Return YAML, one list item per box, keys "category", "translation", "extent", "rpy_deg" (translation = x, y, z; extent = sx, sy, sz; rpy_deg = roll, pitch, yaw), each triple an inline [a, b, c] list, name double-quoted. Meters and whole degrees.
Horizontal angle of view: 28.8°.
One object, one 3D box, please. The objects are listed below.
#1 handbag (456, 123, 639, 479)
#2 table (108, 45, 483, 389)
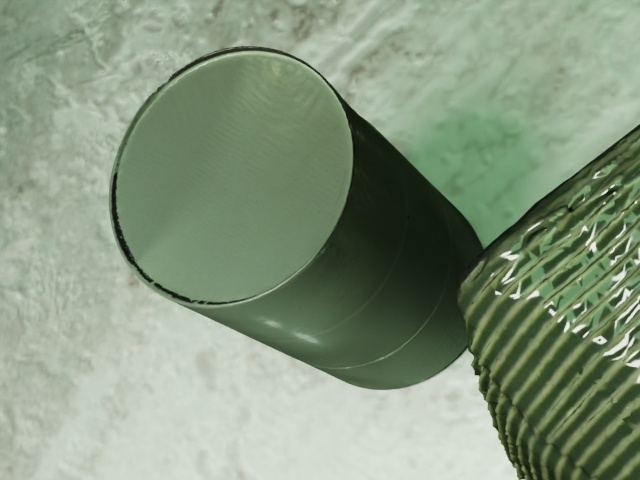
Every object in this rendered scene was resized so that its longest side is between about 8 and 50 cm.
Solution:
- category: "handbag"
  translation: [0.252, 0.038, 0.522]
  extent: [0.341, 0.247, 0.240]
  rpy_deg: [-39, 64, 0]
- category: "table"
  translation: [0.000, 0.000, 0.654]
  extent: [0.126, 0.220, 0.126]
  rpy_deg: [-6, 73, 21]
